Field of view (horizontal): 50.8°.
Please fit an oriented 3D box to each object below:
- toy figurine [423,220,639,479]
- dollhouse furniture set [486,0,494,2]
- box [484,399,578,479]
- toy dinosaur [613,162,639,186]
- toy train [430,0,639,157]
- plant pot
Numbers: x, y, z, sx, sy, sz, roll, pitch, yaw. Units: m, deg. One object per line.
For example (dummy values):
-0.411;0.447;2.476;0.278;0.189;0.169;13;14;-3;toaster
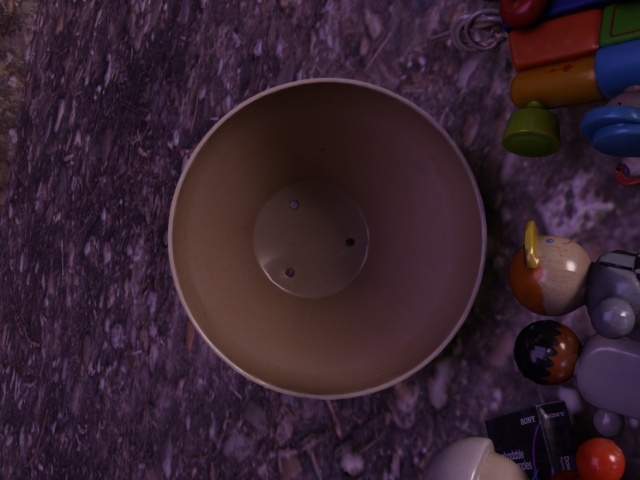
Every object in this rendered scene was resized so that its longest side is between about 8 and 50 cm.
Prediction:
0.160;0.115;0.411;0.148;0.213;0.209;11;68;25;toy figurine
0.122;-0.384;0.589;0.135;0.259;0.262;-8;78;57;dollhouse furniture set
0.181;0.218;0.543;0.116;0.029;0.162;109;155;-67;box
0.265;-0.072;0.511;0.082;0.090;0.047;-30;62;-10;toy dinosaur
0.182;-0.135;0.572;0.248;0.105;0.143;0;71;48;toy train
0.000;0.000;0.685;0.191;0.284;0.284;170;107;-84;plant pot
